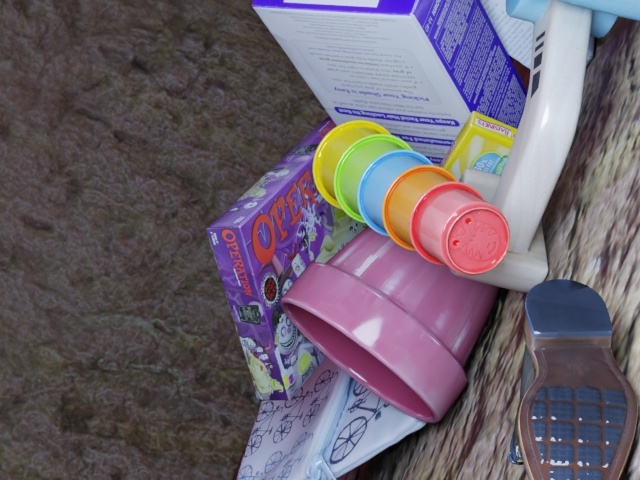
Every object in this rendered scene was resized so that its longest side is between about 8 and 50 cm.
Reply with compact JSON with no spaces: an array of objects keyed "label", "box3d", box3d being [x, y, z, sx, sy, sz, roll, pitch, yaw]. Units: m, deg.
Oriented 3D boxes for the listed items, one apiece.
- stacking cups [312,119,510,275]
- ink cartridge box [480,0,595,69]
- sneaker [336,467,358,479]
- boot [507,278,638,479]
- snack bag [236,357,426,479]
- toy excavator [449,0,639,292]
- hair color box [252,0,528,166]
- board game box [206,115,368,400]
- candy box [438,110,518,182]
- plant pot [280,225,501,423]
[{"label":"stacking cups","box3d":[0.089,-0.035,1.446,0.096,0.096,0.316,-66,25,6]},{"label":"ink cartridge box","box3d":[0.166,-0.355,1.737,0.071,0.330,0.324,-49,14,38]},{"label":"sneaker","box3d":[-0.005,0.314,2.010,0.134,0.070,0.051,118,171,-52]},{"label":"boot","box3d":[0.171,0.135,1.083,0.219,0.082,0.106,-80,-9,-51]},{"label":"snack bag","box3d":[0.030,0.163,1.822,0.342,0.037,0.323,-35,23,38]},{"label":"toy excavator","box3d":[0.224,-0.225,1.407,0.433,0.222,0.445,120,163,-62]},{"label":"hair color box","box3d":[0.090,-0.180,1.645,0.339,0.185,0.110,53,-127,-51]},{"label":"board game box","box3d":[0.000,0.000,1.738,0.347,0.056,0.208,-47,-56,-51]},{"label":"candy box","box3d":[0.165,-0.046,1.641,0.206,0.105,0.027,119,173,-50]},{"label":"plant pot","box3d":[0.090,0.055,1.591,0.180,0.201,0.201,-52,2,-13]}]
